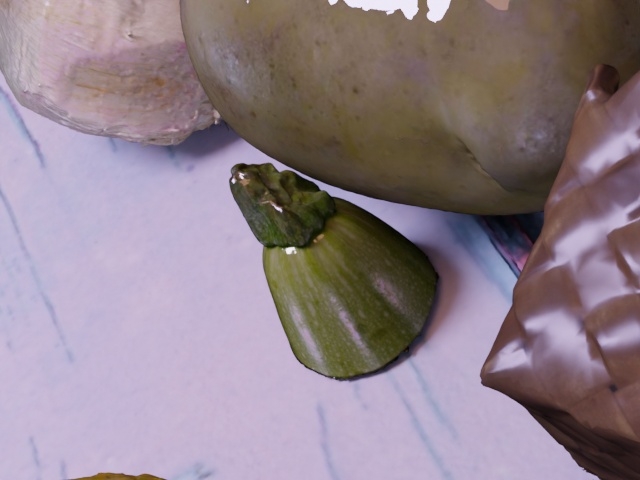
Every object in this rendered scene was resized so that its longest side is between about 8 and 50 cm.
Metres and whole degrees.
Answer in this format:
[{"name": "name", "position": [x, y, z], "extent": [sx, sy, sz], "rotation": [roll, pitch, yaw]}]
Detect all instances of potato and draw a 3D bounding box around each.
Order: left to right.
[{"name": "potato", "position": [0.077, -0.136, 1.082], "extent": [0.326, 0.221, 0.243], "rotation": [12, 32, 29]}]

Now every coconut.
[{"name": "coconut", "position": [-0.144, -0.161, 1.249], "extent": [0.194, 0.194, 0.194], "rotation": [-15, 49, 18]}]

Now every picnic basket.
[{"name": "picnic basket", "position": [0.262, 0.004, 0.850], "extent": [0.291, 0.254, 0.321], "rotation": [22, 81, 37]}]

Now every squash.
[{"name": "squash", "position": [-0.001, 0.004, 1.078], "extent": [0.105, 0.132, 0.105], "rotation": [-17, 47, 19]}]

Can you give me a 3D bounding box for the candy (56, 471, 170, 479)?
[{"name": "candy", "position": [-0.129, 0.245, 0.976], "extent": [0.260, 0.118, 0.260], "rotation": [-14, 45, 14]}]
